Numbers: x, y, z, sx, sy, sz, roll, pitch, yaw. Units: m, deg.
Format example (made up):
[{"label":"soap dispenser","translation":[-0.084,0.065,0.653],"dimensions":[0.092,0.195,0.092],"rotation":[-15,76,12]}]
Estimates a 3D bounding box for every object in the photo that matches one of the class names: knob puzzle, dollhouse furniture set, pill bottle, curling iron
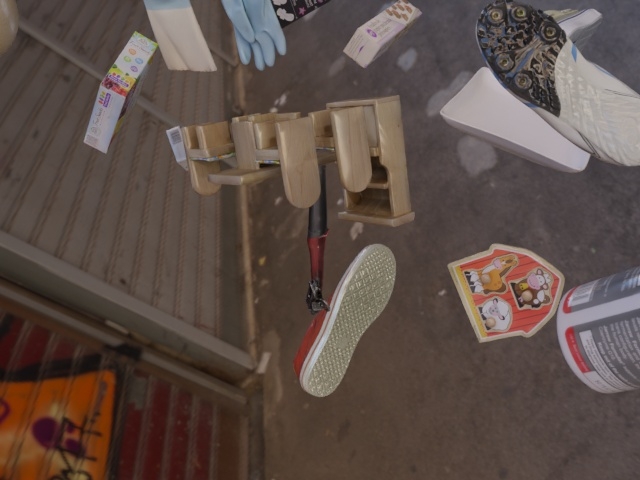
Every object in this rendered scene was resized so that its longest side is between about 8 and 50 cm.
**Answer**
[{"label":"knob puzzle","translation":[0.356,0.096,1.218],"dimensions":[0.213,0.213,0.030],"rotation":[-43,-3,28]},{"label":"dollhouse furniture set","translation":[-0.012,-0.078,0.800],"dimensions":[0.212,0.242,0.161],"rotation":[10,113,50]},{"label":"pill bottle","translation":[0.473,0.101,0.856],"dimensions":[0.283,0.161,0.161],"rotation":[-31,37,51]},{"label":"curling iron","translation":[0.000,0.000,0.992],"dimensions":[0.068,0.035,0.274],"rotation":[-117,25,-57]}]

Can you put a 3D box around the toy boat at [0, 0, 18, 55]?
[{"label":"toy boat","translation":[-0.446,-0.338,0.711],"dimensions":[0.148,0.267,0.318],"rotation":[-23,55,-17]}]

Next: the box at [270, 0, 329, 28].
[{"label":"box","translation":[-0.109,-0.536,1.240],"dimensions":[0.142,0.163,0.247],"rotation":[-32,50,-5]}]

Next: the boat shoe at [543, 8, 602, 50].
[{"label":"boat shoe","translation":[0.487,-0.426,1.315],"dimensions":[0.302,0.094,0.109],"rotation":[-29,-28,-53]}]

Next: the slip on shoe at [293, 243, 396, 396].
[{"label":"slip on shoe","translation":[0.043,0.151,1.322],"dimensions":[0.101,0.123,0.331],"rotation":[23,83,58]}]

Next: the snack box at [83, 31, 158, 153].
[{"label":"snack box","translation":[-0.264,-0.191,0.858],"dimensions":[0.141,0.037,0.100],"rotation":[-40,28,54]}]

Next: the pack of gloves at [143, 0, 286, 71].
[{"label":"pack of gloves","translation":[-0.143,-0.324,0.830],"dimensions":[0.195,0.232,0.046],"rotation":[7,50,20]}]

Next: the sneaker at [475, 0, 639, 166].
[{"label":"sneaker","translation":[0.255,-0.160,0.688],"dimensions":[0.085,0.237,0.086],"rotation":[-51,5,8]}]

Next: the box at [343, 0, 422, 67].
[{"label":"box","translation":[0.148,-0.478,1.488],"dimensions":[0.067,0.063,0.324],"rotation":[-52,0,38]}]

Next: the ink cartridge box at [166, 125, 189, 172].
[{"label":"ink cartridge box","translation":[-0.244,-0.161,1.197],"dimensions":[0.029,0.063,0.115],"rotation":[-21,-9,2]}]

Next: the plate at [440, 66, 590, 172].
[{"label":"plate","translation":[0.398,-0.232,1.277],"dimensions":[0.277,0.278,0.045],"rotation":[-46,-24,-47]}]
